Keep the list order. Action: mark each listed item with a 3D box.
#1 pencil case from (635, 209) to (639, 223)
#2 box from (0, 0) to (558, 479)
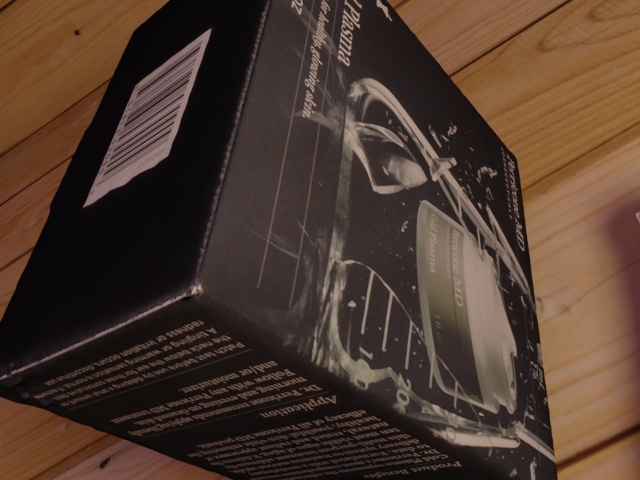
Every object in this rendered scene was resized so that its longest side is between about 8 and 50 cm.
[{"bbox_3d":[0.416,0.079,0.579,0.167,0.160,0.386,-50,23,51],"label":"pencil case"},{"bbox_3d":[0.000,0.000,0.674,0.297,0.472,0.479,-22,45,34],"label":"box"}]
